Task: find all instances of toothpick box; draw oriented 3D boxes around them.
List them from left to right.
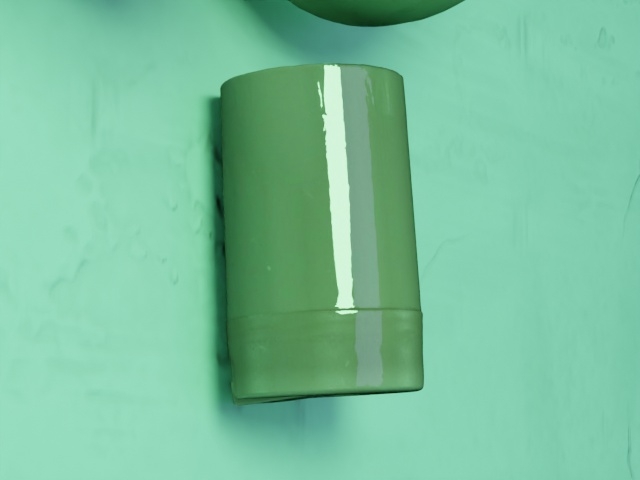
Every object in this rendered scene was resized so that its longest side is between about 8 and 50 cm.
[{"bbox_3d":[0.000,0.000,0.923,0.111,0.111,0.181,6,79,-53],"label":"toothpick box"}]

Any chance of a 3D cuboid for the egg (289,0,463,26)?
[{"bbox_3d":[0.050,-0.245,0.911,0.203,0.283,0.203,17,40,-15],"label":"egg"}]
